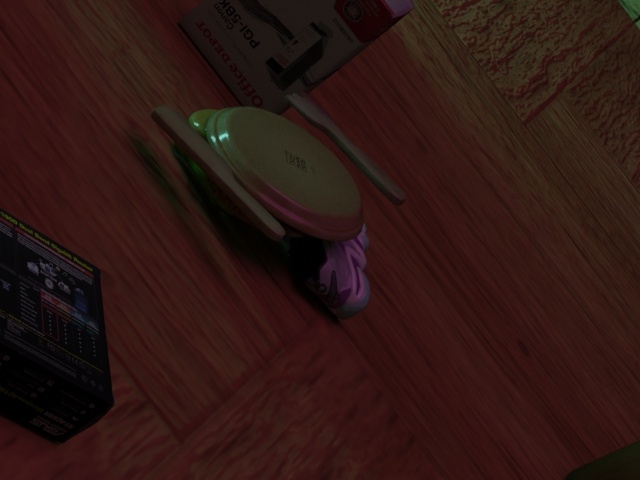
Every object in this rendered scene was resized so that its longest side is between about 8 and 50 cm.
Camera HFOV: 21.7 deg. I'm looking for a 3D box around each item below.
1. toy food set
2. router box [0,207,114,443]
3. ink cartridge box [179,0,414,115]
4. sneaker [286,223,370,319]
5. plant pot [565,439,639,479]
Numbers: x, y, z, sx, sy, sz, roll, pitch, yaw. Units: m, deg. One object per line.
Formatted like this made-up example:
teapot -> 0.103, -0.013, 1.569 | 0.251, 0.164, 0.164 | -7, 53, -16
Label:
toy food set -> -0.029, -0.041, 1.093 | 0.132, 0.038, 0.192 | 46, 26, 16
router box -> -0.154, 0.028, 0.772 | 0.122, 0.038, 0.092 | 36, 28, -37
ink cartridge box -> -0.018, -0.162, 1.198 | 0.099, 0.135, 0.056 | 52, 25, -2
sneaker -> 0.000, 0.000, 1.119 | 0.069, 0.038, 0.098 | 38, 26, -34
plant pot -> 0.350, 0.208, 1.218 | 0.237, 0.254, 0.237 | 44, 24, -25
